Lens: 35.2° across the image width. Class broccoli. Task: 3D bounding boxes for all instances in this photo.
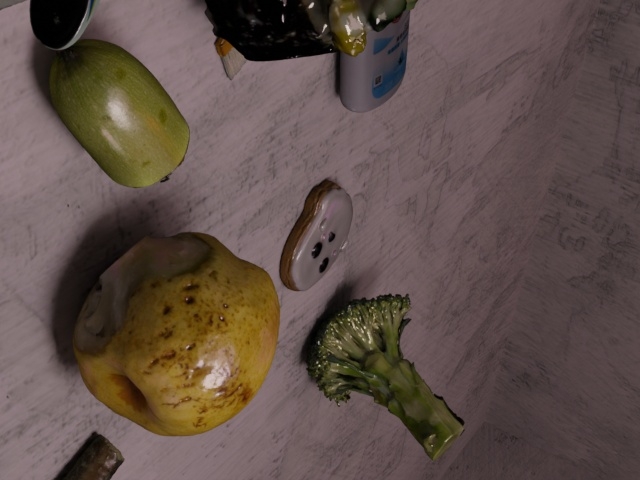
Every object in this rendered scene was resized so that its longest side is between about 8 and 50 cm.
[{"bbox_3d":[0.122,0.294,2.006,0.252,0.361,0.221,-25,149,6],"label":"broccoli"}]

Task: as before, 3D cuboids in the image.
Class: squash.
[{"bbox_3d":[-0.231,-0.153,1.114,0.123,0.123,0.186,-58,151,-18],"label":"squash"}]

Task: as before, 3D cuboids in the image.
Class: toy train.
[{"bbox_3d":[-0.166,-0.256,0.753,0.051,0.052,0.234,-42,153,-70],"label":"toy train"}]

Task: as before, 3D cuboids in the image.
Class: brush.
[{"bbox_3d":[-0.121,-0.330,1.303,0.103,0.013,0.272,-55,154,-23],"label":"brush"}]

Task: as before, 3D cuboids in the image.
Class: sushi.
[{"bbox_3d":[0.028,-0.368,1.222,0.328,0.285,0.328,-38,140,-55],"label":"sushi"}]

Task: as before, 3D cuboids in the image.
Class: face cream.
[{"bbox_3d":[0.091,-0.375,1.619,0.163,0.080,0.336,-45,150,-38],"label":"face cream"}]

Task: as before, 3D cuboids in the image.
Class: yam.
[{"bbox_3d":[-0.376,0.390,1.398,0.274,0.061,0.061,-50,152,-30],"label":"yam"}]

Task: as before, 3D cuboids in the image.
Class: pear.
[{"bbox_3d":[-0.179,0.117,1.306,0.271,0.271,0.271,-46,150,-37],"label":"pear"}]

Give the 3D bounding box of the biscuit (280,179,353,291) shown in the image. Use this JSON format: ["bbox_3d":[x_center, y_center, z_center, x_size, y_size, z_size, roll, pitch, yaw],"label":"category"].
[{"bbox_3d":[0.000,0.000,1.828,0.208,0.049,0.181,-64,156,-7],"label":"biscuit"}]

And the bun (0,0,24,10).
[{"bbox_3d":[-0.276,-0.326,0.754,0.354,0.194,0.354,-47,150,-39],"label":"bun"}]
